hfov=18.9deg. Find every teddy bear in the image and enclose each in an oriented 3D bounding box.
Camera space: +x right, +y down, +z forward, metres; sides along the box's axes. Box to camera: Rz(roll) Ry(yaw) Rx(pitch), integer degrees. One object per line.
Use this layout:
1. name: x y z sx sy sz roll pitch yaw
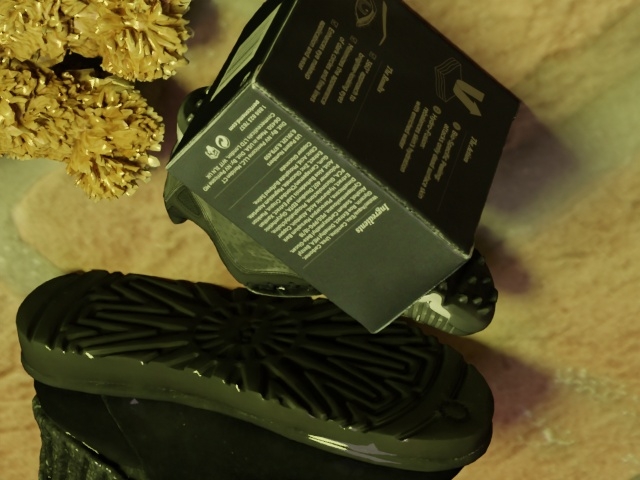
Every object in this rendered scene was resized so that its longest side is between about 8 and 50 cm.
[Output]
1. teddy bear: -0.242 -0.134 1.167 0.338 0.113 0.245 32 127 -7

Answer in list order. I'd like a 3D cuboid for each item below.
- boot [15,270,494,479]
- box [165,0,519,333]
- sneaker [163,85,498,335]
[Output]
1. boot: -0.047 0.170 1.314 0.348 0.131 0.260 12 123 23
2. box: 0.017 -0.060 1.104 0.158 0.156 0.093 38 129 -12
3. sneaker: 0.000 0.000 1.212 0.234 0.078 0.106 31 133 -1
